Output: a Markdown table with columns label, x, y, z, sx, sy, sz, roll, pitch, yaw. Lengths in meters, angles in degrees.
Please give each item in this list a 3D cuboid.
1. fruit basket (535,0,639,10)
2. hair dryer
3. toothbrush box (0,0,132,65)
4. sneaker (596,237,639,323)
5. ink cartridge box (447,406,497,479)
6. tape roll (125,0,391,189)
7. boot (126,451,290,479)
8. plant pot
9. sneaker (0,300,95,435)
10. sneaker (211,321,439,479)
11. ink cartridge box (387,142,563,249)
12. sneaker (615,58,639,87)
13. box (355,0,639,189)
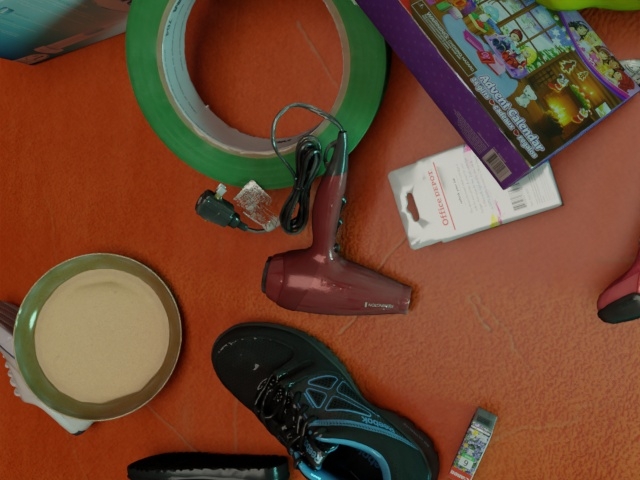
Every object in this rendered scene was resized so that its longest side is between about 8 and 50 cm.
| label | x | y | z | sx | sy | sz | roll | pitch | yaw |
| --- | --- | --- | --- | --- | --- | --- | --- | --- | --- |
| fruit basket | 0.379 | -0.331 | 0.685 | 0.392 | 0.282 | 0.392 | 17 | 113 | 47 |
| hair dryer | 0.000 | 0.000 | 0.877 | 0.293 | 0.080 | 0.223 | 44 | 123 | -16 |
| toothbrush box | -0.359 | -0.349 | 0.958 | 0.295 | 0.216 | 0.126 | -11 | 89 | 21 |
| sneaker | 0.403 | -0.039 | 0.768 | 0.314 | 0.116 | 0.136 | -44 | 68 | 10 |
| ink cartridge box | 0.179 | 0.267 | 0.874 | 0.029 | 0.063 | 0.115 | 24 | 101 | 16 |
| tape roll | -0.075 | -0.225 | 0.880 | 0.321 | 0.077 | 0.322 | 4 | 112 | 10 |
| boot | -0.151 | 0.404 | 0.984 | 0.246 | 0.094 | 0.207 | -3 | 88 | 14 |
| plant pot | -0.316 | 0.137 | 1.025 | 0.236 | 0.032 | 0.237 | 0 | 82 | -3 |
| sneaker | -0.435 | 0.193 | 1.078 | 0.258 | 0.094 | 0.091 | 39 | 100 | 13 |
| sneaker | -0.009 | 0.216 | 0.900 | 0.340 | 0.139 | 0.125 | 30 | 104 | 17 |
| ink cartridge box | 0.184 | -0.063 | 0.856 | 0.181 | 0.061 | 0.104 | -18 | 86 | 20 |
| sneaker | 0.360 | -0.183 | 0.801 | 0.083 | 0.032 | 0.037 | 5 | 95 | 20 |
| box | 0.185 | -0.224 | 0.777 | 0.293 | 0.201 | 0.057 | 53 | 152 | 6 |
